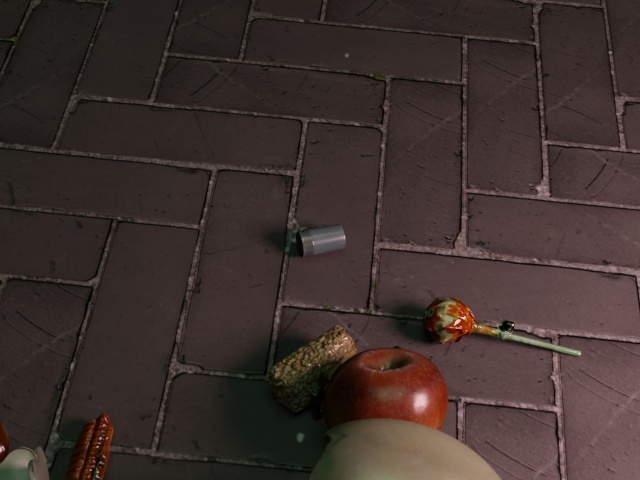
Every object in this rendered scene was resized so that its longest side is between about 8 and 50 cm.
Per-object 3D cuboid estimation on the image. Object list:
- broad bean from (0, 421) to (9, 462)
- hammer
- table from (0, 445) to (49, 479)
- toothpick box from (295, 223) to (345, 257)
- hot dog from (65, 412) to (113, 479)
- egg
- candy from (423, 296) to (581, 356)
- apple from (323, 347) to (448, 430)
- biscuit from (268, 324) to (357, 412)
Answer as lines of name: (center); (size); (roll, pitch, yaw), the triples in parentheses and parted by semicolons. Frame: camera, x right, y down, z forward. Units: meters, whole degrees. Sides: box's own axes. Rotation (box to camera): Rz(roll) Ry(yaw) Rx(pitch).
broad bean: (-0.566, 0.307, 1.773); (0.114, 0.084, 0.165); (-42, 68, -15)
hammer: (0.062, 0.226, 1.895); (0.201, 0.078, 0.021); (-27, 44, -32)
table: (-0.497, 0.403, 1.647); (0.198, 0.167, 0.167); (-15, 50, -6)
toothpick box: (0.000, 0.000, 2.101); (0.083, 0.052, 0.052); (-10, 50, -15)
hot dog: (-0.364, 0.338, 1.783); (0.062, 0.038, 0.144); (8, 48, 4)
egg: (0.129, 0.406, 1.599); (0.336, 0.278, 0.278); (22, 49, -3)
candy: (0.319, 0.167, 1.972); (0.287, 0.078, 0.084); (15, 45, -1)
apple: (0.104, 0.267, 1.793); (0.201, 0.162, 0.201); (-2, 16, 1)
biscuit: (-0.011, 0.215, 1.892); (0.168, 0.082, 0.070); (-36, 46, -26)
